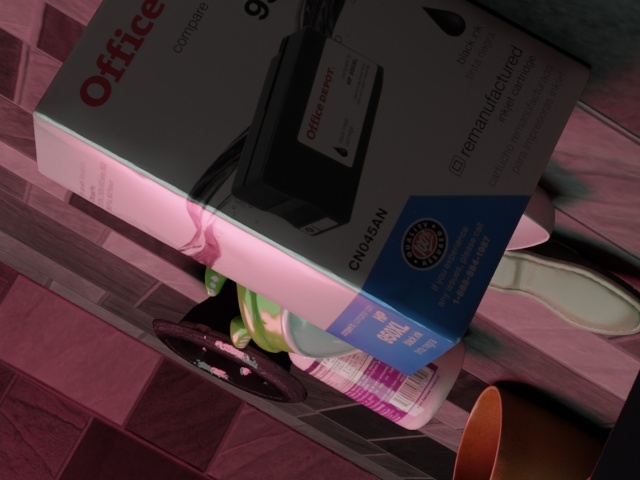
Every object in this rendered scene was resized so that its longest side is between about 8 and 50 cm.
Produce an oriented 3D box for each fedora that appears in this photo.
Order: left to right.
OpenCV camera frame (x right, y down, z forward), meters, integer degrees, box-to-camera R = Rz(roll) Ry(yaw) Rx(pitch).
[{"bbox_3d":[-0.145,0.176,2.449,0.334,0.152,0.334,26,164,8],"label":"fedora"}]

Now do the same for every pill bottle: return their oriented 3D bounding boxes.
[{"bbox_3d":[0.057,0.152,2.022,0.302,0.169,0.169,31,164,-6],"label":"pill bottle"}]

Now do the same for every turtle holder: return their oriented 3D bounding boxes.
[{"bbox_3d":[0.006,-0.003,1.610,0.228,0.243,0.320,7,117,18],"label":"turtle holder"}]

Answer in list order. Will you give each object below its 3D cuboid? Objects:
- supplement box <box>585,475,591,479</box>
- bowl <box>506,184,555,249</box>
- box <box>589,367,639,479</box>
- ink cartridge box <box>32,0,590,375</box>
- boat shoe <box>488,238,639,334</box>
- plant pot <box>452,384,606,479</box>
[{"bbox_3d":[0.518,0.458,2.016,0.194,0.129,0.191,39,-161,-33],"label":"supplement box"},{"bbox_3d":[0.180,-0.049,1.424,0.142,0.053,0.142,33,162,-14],"label":"bowl"},{"bbox_3d":[0.500,0.346,1.533,0.294,0.212,0.395,20,161,30],"label":"box"},{"bbox_3d":[-0.012,-0.106,1.150,0.395,0.285,0.166,28,162,-2],"label":"ink cartridge box"},{"bbox_3d":[0.274,0.038,1.516,0.228,0.068,0.081,22,128,14],"label":"boat shoe"},{"bbox_3d":[0.375,0.387,2.174,0.254,0.237,0.237,16,165,-8],"label":"plant pot"}]
